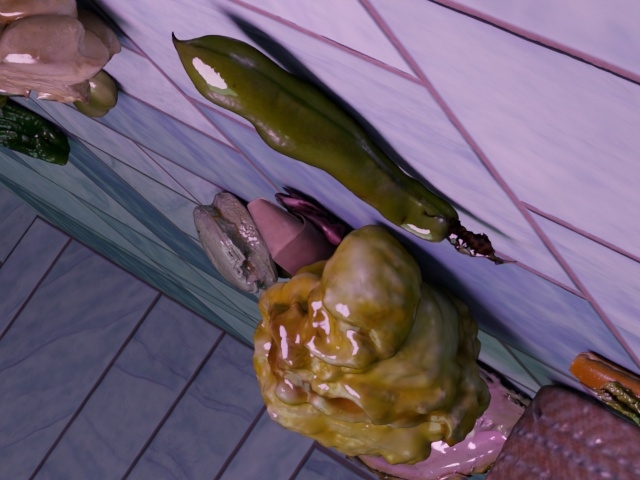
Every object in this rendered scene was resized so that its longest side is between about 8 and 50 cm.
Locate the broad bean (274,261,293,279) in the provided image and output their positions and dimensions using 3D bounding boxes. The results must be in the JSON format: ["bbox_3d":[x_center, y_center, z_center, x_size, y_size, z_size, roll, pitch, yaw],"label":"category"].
[{"bbox_3d":[-0.040,0.026,2.156,0.195,0.046,0.061,27,158,55],"label":"broad bean"}]

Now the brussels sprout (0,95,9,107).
[{"bbox_3d":[-0.500,-0.231,2.533,0.083,0.046,0.051,24,167,3],"label":"brussels sprout"}]

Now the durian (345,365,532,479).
[{"bbox_3d":[0.111,0.209,2.134,0.305,0.196,0.185,36,179,-24],"label":"durian"}]

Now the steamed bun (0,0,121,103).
[{"bbox_3d":[-0.274,-0.194,1.577,0.192,0.106,0.177,4,174,21],"label":"steamed bun"}]

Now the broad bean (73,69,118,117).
[{"bbox_3d":[-0.253,-0.168,1.897,0.063,0.045,0.083,32,164,6],"label":"broad bean"}]

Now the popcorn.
[{"bbox_3d":[0.037,0.115,1.752,0.225,0.174,0.286,-16,139,23],"label":"popcorn"}]

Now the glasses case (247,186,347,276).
[{"bbox_3d":[0.000,0.000,1.833,0.193,0.070,0.102,42,-163,-53],"label":"glasses case"}]

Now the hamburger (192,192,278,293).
[{"bbox_3d":[-0.107,0.006,2.127,0.133,0.062,0.140,51,165,34],"label":"hamburger"}]

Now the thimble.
[{"bbox_3d":[0.302,0.268,1.845,0.229,0.148,0.196,30,171,15],"label":"thimble"}]

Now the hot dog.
[{"bbox_3d":[0.279,0.143,1.572,0.133,0.041,0.056,27,170,41],"label":"hot dog"}]

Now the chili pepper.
[{"bbox_3d":[-0.478,-0.180,2.648,0.257,0.074,0.100,24,165,30],"label":"chili pepper"}]

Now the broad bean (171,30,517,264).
[{"bbox_3d":[0.015,-0.075,1.337,0.318,0.056,0.098,31,167,-17],"label":"broad bean"}]
